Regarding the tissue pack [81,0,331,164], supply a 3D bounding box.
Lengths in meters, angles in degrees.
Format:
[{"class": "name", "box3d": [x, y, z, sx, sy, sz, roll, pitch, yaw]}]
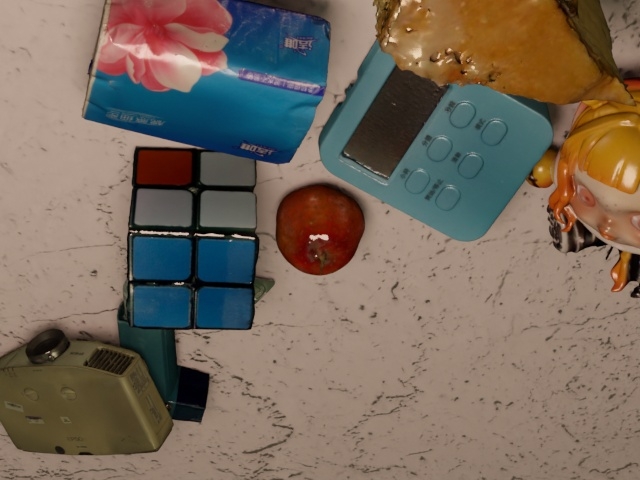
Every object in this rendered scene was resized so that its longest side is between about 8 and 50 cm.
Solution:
[{"class": "tissue pack", "box3d": [-0.139, -0.194, 1.615, 0.269, 0.137, 0.209, 11, 155, -14]}]

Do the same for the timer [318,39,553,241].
[{"class": "timer", "box3d": [0.144, -0.134, 1.748, 0.249, 0.091, 0.232, 21, 127, -15]}]

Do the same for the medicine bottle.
[{"class": "medicine bottle", "box3d": [-0.232, 0.160, 1.985, 0.124, 0.079, 0.258, 0, 130, 3]}]

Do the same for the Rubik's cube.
[{"class": "Rubik's cube", "box3d": [-0.167, -0.001, 1.784, 0.167, 0.180, 0.183, 2, 133, -6]}]

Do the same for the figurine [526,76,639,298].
[{"class": "figurine", "box3d": [0.415, -0.077, 1.741, 0.320, 0.196, 0.323, 27, 150, 26]}]

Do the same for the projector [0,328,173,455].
[{"class": "projector", "box3d": [-0.360, 0.220, 1.974, 0.269, 0.088, 0.194, -4, 124, 28]}]

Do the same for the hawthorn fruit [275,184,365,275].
[{"class": "hawthorn fruit", "box3d": [0.003, -0.007, 1.830, 0.125, 0.140, 0.125, -28, 150, -18]}]

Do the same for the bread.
[{"class": "bread", "box3d": [0.219, -0.323, 1.489, 0.315, 0.248, 0.279, 3, 132, -11]}]

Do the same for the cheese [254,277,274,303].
[{"class": "cheese", "box3d": [-0.129, 0.054, 1.933, 0.120, 0.026, 0.067, 30, 124, -26]}]
